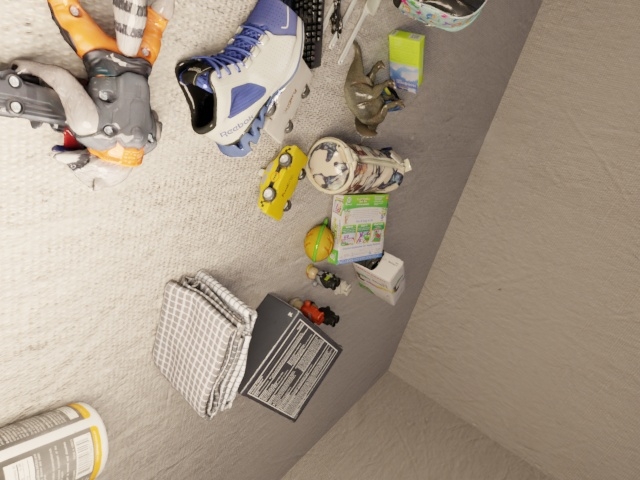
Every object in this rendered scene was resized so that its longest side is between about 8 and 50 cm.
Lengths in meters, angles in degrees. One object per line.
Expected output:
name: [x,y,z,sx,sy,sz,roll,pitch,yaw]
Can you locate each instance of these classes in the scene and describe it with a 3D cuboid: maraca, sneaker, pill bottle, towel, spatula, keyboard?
maraca: [0.000,0.000,1.393,0.186,0.099,0.127,-68,174,-59]
sneaker: [0.224,-0.464,1.389,0.082,0.069,0.209,-36,173,25]
pill bottle: [-0.556,0.416,0.748,0.278,0.162,0.162,-1,116,-59]
sneaker: [0.194,-0.001,1.665,0.104,0.147,0.296,-39,144,-34]
towel: [-0.283,0.243,0.979,0.121,0.235,0.284,-7,121,-51]
spatula: [0.079,-0.585,1.050,0.168,0.019,0.242,19,98,-61]
keyboard: [-0.005,-0.550,0.918,0.201,0.033,0.317,-33,142,-36]
sneaker: [-0.158,-0.318,0.779,0.182,0.127,0.315,6,112,-63]

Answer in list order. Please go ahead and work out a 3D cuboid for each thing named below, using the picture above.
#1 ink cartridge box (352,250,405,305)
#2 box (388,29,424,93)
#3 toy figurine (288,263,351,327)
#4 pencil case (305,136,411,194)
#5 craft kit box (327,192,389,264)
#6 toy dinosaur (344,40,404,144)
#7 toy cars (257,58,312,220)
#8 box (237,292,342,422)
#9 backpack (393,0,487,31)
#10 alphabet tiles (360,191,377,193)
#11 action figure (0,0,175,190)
ink cartridge box: [0.271,0.156,1.883,0.117,0.201,0.278,-52,151,-18]
box: [0.272,-0.565,1.308,0.042,0.109,0.178,-51,151,-23]
toy figurine: [-0.001,0.207,1.540,0.213,0.148,0.210,26,87,-61]
pencil case: [0.124,-0.228,1.298,0.183,0.160,0.410,-28,171,33]
craft kit box: [0.141,-0.049,1.499,0.250,0.061,0.247,-6,110,-42]
toy dinosaur: [0.138,-0.415,1.202,0.160,0.121,0.313,-28,137,6]
toy cars: [-0.105,-0.240,0.999,0.176,0.087,0.394,-38,142,-47]
box: [-0.129,0.382,1.354,0.296,0.182,0.294,-54,133,-15]
backpack: [0.350,-0.716,1.149,0.191,0.253,0.225,-21,135,-80]
alphabet tiles: [0.153,-0.110,1.535,0.237,0.009,0.198,11,95,-45]
action figure: [-0.318,-0.225,0.548,0.341,0.178,0.330,-20,123,-55]
